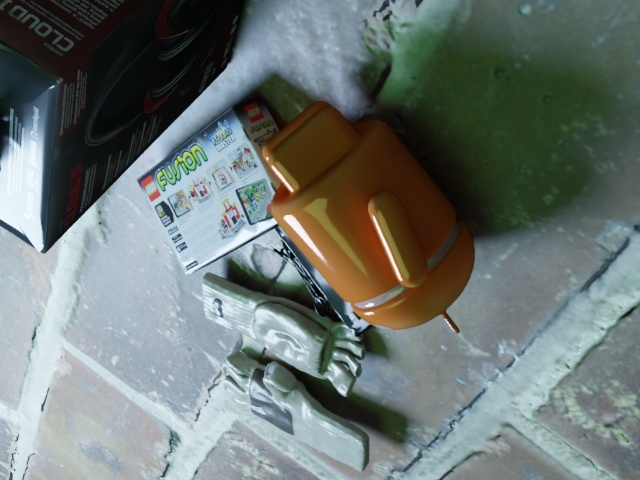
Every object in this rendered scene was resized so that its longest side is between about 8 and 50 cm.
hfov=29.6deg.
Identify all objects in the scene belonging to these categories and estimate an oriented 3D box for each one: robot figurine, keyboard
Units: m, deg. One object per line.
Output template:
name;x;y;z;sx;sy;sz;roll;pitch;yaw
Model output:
robot figurine;0.045;-0.013;1.027;0.219;0.128;0.158;50;143;-16
keyboard;0.000;0.000;1.159;0.192;0.038;0.100;55;137;2

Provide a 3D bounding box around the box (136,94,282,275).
box;-0.095;-0.048;1.163;0.207;0.036;0.114;-26;91;53

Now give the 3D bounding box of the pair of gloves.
pair of gloves;-0.032;0.145;1.353;0.204;0.042;0.240;21;140;28

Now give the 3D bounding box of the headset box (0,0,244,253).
headset box;-0.176;-0.146;0.929;0.110;0.293;0.218;33;144;7
